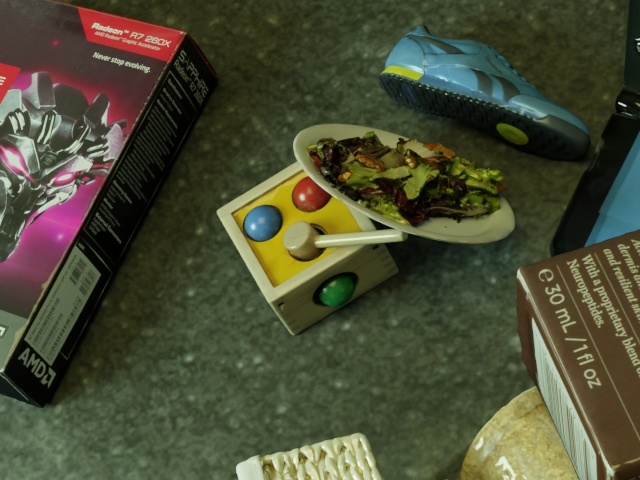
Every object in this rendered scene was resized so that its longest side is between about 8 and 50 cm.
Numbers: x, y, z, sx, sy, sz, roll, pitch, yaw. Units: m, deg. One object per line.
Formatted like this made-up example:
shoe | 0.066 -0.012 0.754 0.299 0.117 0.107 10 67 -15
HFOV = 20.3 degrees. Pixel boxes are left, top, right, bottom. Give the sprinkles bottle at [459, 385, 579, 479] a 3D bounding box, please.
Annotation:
sprinkles bottle | 0.257 0.254 1.297 0.121 0.121 0.355 -42 58 -7

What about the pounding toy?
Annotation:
pounding toy | 0.000 0.000 1.535 0.130 0.100 0.141 -32 57 0

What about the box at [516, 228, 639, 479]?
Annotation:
box | 0.349 0.068 1.251 0.381 0.143 0.191 -18 49 -4

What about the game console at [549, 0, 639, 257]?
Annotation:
game console | 0.348 -0.076 1.427 0.293 0.250 0.173 20 44 26

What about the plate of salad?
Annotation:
plate of salad | 0.074 -0.057 1.503 0.200 0.200 0.048 38 119 31

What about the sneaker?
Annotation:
sneaker | 0.154 -0.138 1.580 0.209 0.069 0.082 24 68 28

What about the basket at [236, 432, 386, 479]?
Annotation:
basket | 0.013 0.231 1.370 0.103 0.167 0.113 -19 58 0

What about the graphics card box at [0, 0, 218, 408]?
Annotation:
graphics card box | -0.281 -0.050 1.663 0.233 0.094 0.371 17 70 26
